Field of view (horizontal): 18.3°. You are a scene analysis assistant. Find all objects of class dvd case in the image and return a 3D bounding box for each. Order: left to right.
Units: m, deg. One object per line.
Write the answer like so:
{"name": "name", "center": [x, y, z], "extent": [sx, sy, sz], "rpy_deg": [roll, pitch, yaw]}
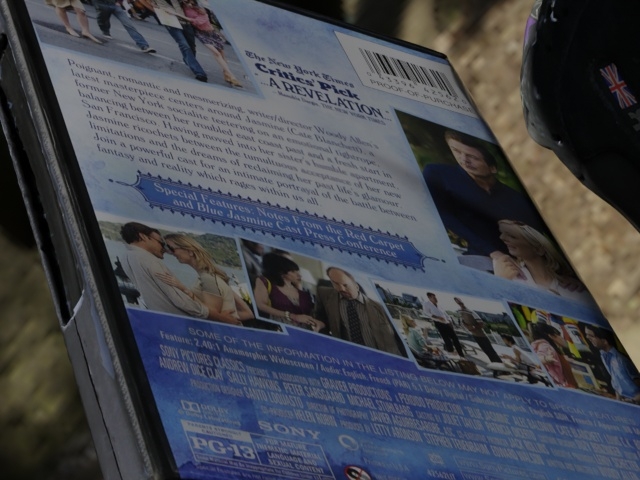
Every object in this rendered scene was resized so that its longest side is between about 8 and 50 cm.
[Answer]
{"name": "dvd case", "center": [0.000, 0.000, 0.559], "extent": [0.022, 0.180, 0.253], "rpy_deg": [-59, 34, 28]}

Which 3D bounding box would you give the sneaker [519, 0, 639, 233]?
{"name": "sneaker", "center": [0.098, -0.072, 0.575], "extent": [0.124, 0.283, 0.107], "rpy_deg": [-9, 34, 33]}
